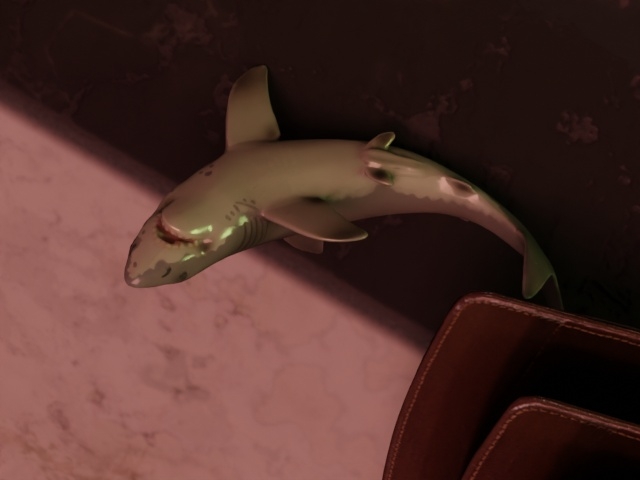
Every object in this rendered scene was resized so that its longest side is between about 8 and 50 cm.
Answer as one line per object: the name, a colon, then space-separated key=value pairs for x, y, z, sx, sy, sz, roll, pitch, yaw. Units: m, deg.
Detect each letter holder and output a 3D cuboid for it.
letter holder: x=0.133 y=0.197 z=0.983 sx=0.214 sy=0.152 sz=0.302 roll=17 pitch=136 yaw=4

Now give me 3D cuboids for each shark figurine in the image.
shark figurine: x=0.025 y=-0.012 z=1.032 sx=0.278 sy=0.166 sz=0.116 roll=6 pitch=144 yaw=0
